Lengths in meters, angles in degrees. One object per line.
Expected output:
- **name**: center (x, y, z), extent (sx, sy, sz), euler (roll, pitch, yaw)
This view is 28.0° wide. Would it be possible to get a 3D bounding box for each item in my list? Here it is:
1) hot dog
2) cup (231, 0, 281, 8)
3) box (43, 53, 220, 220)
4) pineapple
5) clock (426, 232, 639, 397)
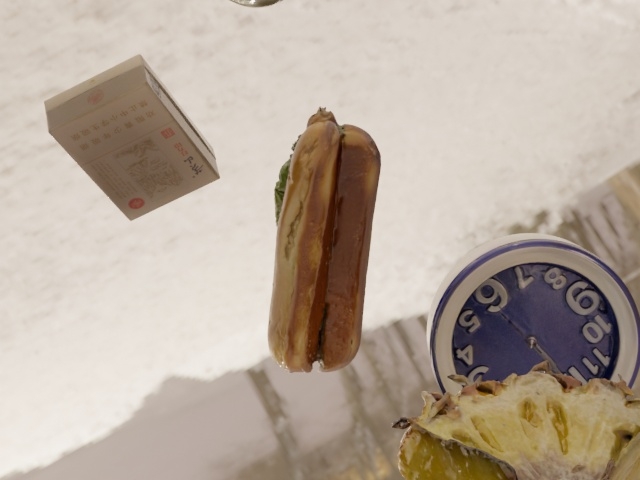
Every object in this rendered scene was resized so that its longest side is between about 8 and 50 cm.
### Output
- **hot dog**: center (0.000, 0.000, 1.625), extent (0.135, 0.337, 0.100), euler (3, -175, -33)
- **cup**: center (-0.049, -0.310, 0.954), extent (0.255, 0.202, 0.173), euler (-34, -156, 48)
- **box**: center (-0.229, -0.123, 1.581), extent (0.141, 0.058, 0.201), euler (-26, 140, 10)
- **pineapple**: center (0.179, 0.193, 1.068), extent (0.236, 0.186, 0.114), euler (-2, 120, -9)
- **clock**: center (0.232, 0.108, 1.414), extent (0.230, 0.230, 0.083), euler (-32, -171, 2)
